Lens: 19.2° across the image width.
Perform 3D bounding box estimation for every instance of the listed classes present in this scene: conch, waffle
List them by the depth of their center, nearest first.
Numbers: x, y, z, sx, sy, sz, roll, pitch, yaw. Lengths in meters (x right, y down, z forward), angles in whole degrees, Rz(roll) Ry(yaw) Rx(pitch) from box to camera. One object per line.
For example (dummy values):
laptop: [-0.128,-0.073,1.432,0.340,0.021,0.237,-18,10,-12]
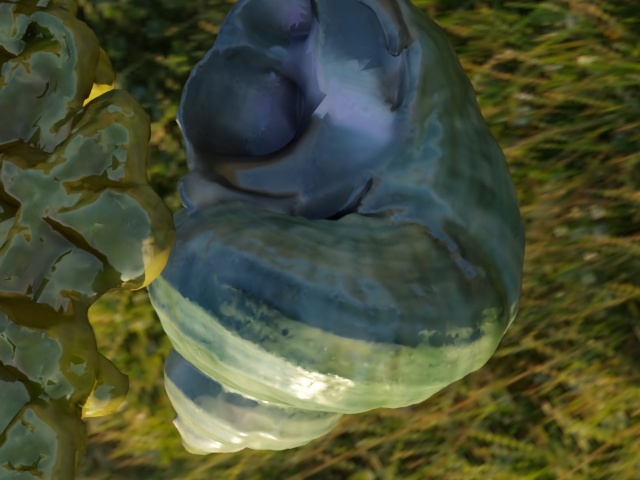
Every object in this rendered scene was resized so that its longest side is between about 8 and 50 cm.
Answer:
waffle: [-0.140,0.021,0.542,0.243,0.058,0.238,-27,48,26]
conch: [0.000,0.000,0.993,0.220,0.195,0.277,30,105,15]
